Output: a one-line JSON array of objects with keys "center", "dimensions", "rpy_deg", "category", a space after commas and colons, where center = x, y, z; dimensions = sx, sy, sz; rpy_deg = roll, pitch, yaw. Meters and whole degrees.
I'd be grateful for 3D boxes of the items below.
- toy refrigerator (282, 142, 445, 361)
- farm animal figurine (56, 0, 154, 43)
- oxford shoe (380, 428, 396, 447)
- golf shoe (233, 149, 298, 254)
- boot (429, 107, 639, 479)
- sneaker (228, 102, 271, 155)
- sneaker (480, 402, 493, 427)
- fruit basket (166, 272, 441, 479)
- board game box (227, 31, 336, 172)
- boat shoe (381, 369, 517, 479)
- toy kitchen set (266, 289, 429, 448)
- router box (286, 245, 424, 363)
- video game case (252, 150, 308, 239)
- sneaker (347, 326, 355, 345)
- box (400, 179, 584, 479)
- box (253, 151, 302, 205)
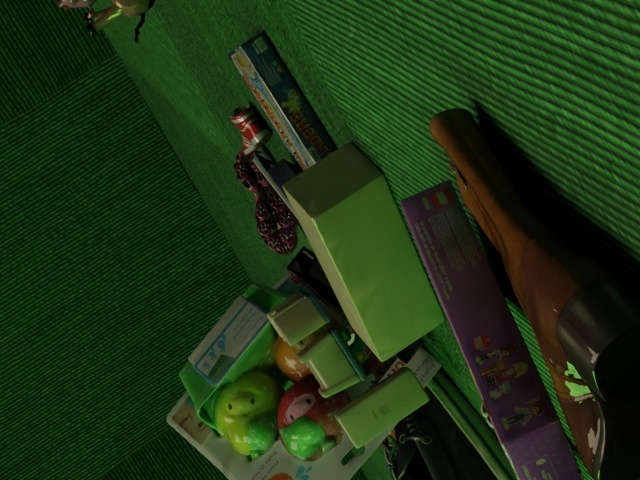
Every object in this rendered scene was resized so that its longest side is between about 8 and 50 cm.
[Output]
[{"center": [0.055, 0.016, 1.831], "dimensions": [0.094, 0.102, 0.269], "rpy_deg": [48, 169, 48], "category": "toy refrigerator"}, {"center": [-0.340, -0.485, 2.081], "dimensions": [0.330, 0.172, 0.327], "rpy_deg": [55, -170, -55], "category": "farm animal figurine"}, {"center": [0.109, 0.297, 2.812], "dimensions": [0.212, 0.076, 0.076], "rpy_deg": [53, 142, 40], "category": "oxford shoe"}, {"center": [-0.074, -0.063, 2.423], "dimensions": [0.086, 0.067, 0.186], "rpy_deg": [7, -121, -67], "category": "golf shoe"}, {"center": [0.185, 0.056, 1.248], "dimensions": [0.280, 0.096, 0.264], "rpy_deg": [55, 179, 41], "category": "boot"}, {"center": [-0.113, -0.173, 2.309], "dimensions": [0.067, 0.042, 0.118], "rpy_deg": [53, 165, 0], "category": "sneaker"}, {"center": [0.252, 0.235, 1.714], "dimensions": [0.071, 0.068, 0.170], "rpy_deg": [44, -168, -41], "category": "sneaker"}, {"center": [-0.039, 0.218, 2.172], "dimensions": [0.165, 0.327, 0.353], "rpy_deg": [43, 175, -40], "category": "fruit basket"}, {"center": [-0.045, -0.171, 1.932], "dimensions": [0.201, 0.035, 0.136], "rpy_deg": [57, 173, -7], "category": "board game box"}, {"center": [0.164, 0.310, 2.154], "dimensions": [0.500, 0.156, 0.187], "rpy_deg": [52, 172, 42], "category": "boat shoe"}, {"center": [0.035, 0.160, 2.078], "dimensions": [0.207, 0.122, 0.166], "rpy_deg": [58, 175, -5], "category": "toy kitchen set"}, {"center": [0.048, 0.090, 2.067], "dimensions": [0.179, 0.046, 0.133], "rpy_deg": [36, 176, 30], "category": "router box"}, {"center": [0.000, 0.000, 2.251], "dimensions": [0.204, 0.025, 0.285], "rpy_deg": [52, 179, 29], "category": "video game case"}, {"center": [0.084, 0.184, 2.549], "dimensions": [0.158, 0.061, 0.065], "rpy_deg": [67, -166, -48], "category": "sneaker"}, {"center": [0.167, 0.111, 1.390], "dimensions": [0.201, 0.057, 0.293], "rpy_deg": [61, -173, -49], "category": "box"}, {"center": [0.002, -0.035, 2.035], "dimensions": [0.225, 0.036, 0.136], "rpy_deg": [52, -169, 19], "category": "box"}]
